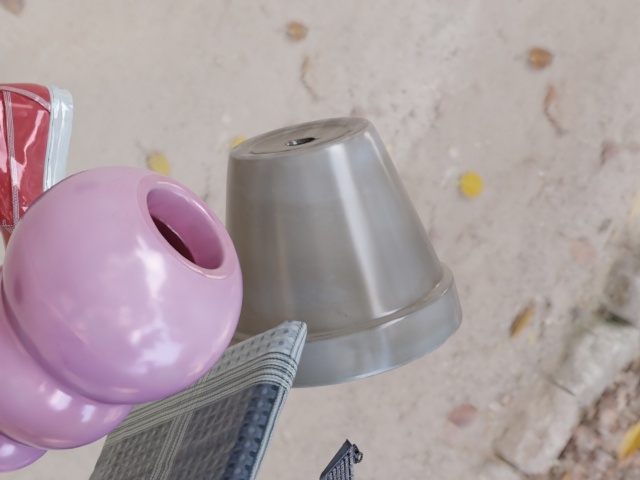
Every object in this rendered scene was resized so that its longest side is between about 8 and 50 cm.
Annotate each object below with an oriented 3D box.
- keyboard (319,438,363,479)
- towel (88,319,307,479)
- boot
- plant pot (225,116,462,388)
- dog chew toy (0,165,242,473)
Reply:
[{"bbox_3d":[0.038,0.383,2.160,0.108,0.023,0.180,-51,160,-24],"label":"keyboard"},{"bbox_3d":[-0.162,0.256,1.460,0.056,0.324,0.312,42,45,-24],"label":"towel"},{"bbox_3d":[-0.362,-0.049,1.387,0.176,0.088,0.244,3,91,-28],"label":"boot"},{"bbox_3d":[0.000,0.000,1.696,0.323,0.323,0.280,-26,110,-39],"label":"plant pot"},{"bbox_3d":[-0.223,0.086,1.149,0.332,0.207,0.206,-41,154,24],"label":"dog chew toy"}]
